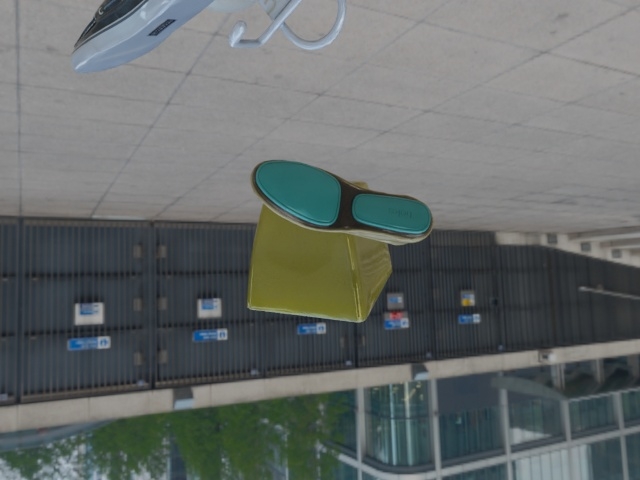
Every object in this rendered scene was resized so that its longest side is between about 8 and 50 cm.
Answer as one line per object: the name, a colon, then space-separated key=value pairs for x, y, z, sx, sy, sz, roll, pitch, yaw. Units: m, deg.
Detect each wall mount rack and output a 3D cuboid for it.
wall mount rack: x=-0.074 y=-0.445 z=0.761 sx=0.304 sy=0.350 sz=0.130 roll=-40 pitch=175 yaw=32

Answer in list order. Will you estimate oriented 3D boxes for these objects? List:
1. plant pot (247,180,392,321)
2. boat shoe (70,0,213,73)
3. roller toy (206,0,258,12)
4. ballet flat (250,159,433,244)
plant pot: x=0.000 y=0.000 z=0.987 sx=0.212 sy=0.187 sz=0.212 roll=4 pitch=-158 yaw=19
boat shoe: x=-0.131 y=-0.164 z=0.402 sx=0.142 sy=0.040 sz=0.049 roll=-19 pitch=-175 yaw=30
roller toy: x=-0.128 y=-0.332 z=0.553 sx=0.146 sy=0.209 sz=0.191 roll=22 pitch=174 yaw=24
ballet flat: x=0.022 y=-0.036 z=0.696 sx=0.232 sy=0.080 sz=0.073 roll=16 pitch=162 yaw=-10
